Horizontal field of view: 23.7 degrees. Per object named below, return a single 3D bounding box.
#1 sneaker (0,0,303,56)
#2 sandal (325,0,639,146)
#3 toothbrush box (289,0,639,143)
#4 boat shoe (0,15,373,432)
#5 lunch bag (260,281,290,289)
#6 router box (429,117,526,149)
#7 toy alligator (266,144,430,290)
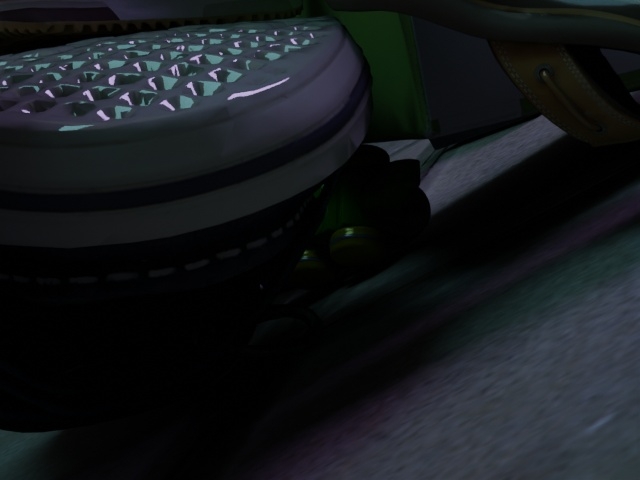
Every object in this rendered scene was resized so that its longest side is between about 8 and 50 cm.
[{"bbox_3d":[-0.071,-0.120,0.592,0.069,0.084,0.185,-6,6,35],"label":"sneaker"},{"bbox_3d":[0.082,-0.058,0.507,0.180,0.049,0.072,15,9,18],"label":"sandal"},{"bbox_3d":[0.087,-0.122,0.709,0.206,0.122,0.283,-15,7,-14],"label":"toothbrush box"},{"bbox_3d":[-0.089,0.001,0.639,0.187,0.156,0.500,-10,2,-15],"label":"boat shoe"},{"bbox_3d":[-0.012,-0.014,0.884,0.067,0.065,0.098,-32,6,-28],"label":"lunch bag"},{"bbox_3d":[0.163,-0.129,1.156,0.133,0.046,0.179,-32,5,-20],"label":"router box"},{"bbox_3d":[0.000,0.000,0.789,0.051,0.056,0.190,19,-30,-34],"label":"toy alligator"}]
